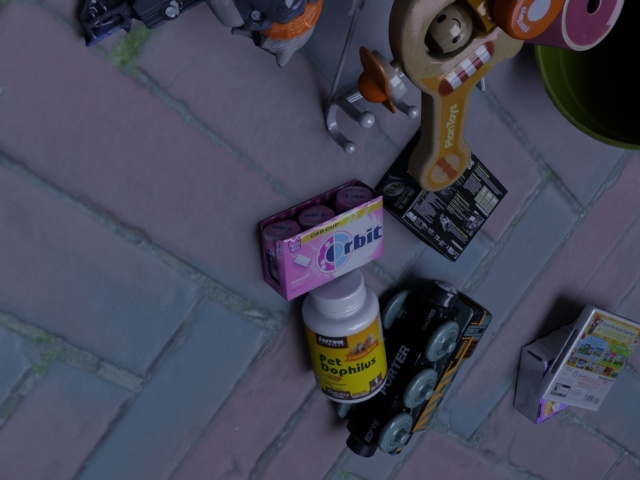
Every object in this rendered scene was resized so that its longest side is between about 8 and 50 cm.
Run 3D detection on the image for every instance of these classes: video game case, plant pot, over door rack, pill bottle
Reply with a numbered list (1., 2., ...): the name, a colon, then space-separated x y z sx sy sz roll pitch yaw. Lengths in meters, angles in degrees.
1. video game case: 0.544 0.239 2.030 0.227 0.026 0.206 19 103 -44
2. plant pot: 0.316 -0.356 1.419 0.201 0.180 0.201 -21 129 -29
3. over door rack: 0.126 -0.257 1.294 0.239 0.108 0.324 -31 155 -17
4. plant pot: 0.576 -0.309 1.594 0.353 0.366 0.366 1 117 -56
5. pill bottle: 0.036 0.141 1.552 0.117 0.117 0.215 -31 133 -23

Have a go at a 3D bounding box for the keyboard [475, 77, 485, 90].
1. keyboard: 0.197 -0.326 1.413 0.014 0.072 0.256 -31 134 -15

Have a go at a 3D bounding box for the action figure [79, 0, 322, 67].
1. action figure: -0.121 -0.288 1.017 0.341 0.178 0.330 -33 138 11

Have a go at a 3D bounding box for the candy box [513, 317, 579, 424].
1. candy box: 0.496 0.261 2.075 0.196 0.070 0.165 -22 129 -29

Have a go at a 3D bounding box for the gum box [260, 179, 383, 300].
1. gum box: 0.000 0.000 1.465 0.188 0.062 0.107 -25 131 -27

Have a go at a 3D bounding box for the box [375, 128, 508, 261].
1. box: 0.187 -0.073 1.570 0.147 0.077 0.180 -53 138 1

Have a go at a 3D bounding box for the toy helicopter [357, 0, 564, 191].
1. toy helicopter: 0.138 -0.184 1.198 0.235 0.140 0.355 -27 143 -20

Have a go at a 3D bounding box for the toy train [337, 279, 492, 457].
1. toy train: 0.160 0.217 1.708 0.190 0.142 0.334 7 113 -54
